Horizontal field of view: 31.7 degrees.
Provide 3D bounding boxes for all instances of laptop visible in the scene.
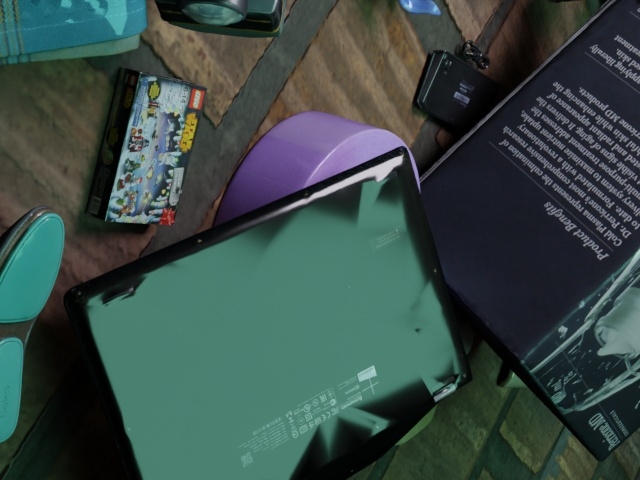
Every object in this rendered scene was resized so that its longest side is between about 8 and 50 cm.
[{"bbox_3d":[-0.066,0.157,1.163,0.382,0.236,0.407,-25,106,-30],"label":"laptop"}]

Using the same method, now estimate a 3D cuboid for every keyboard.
[{"bbox_3d":[0.184,-0.205,1.468,0.180,0.023,0.108,13,102,-58],"label":"keyboard"}]

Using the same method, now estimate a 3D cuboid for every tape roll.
[{"bbox_3d":[0.000,0.000,1.247,0.275,0.090,0.274,-31,131,-43],"label":"tape roll"}]

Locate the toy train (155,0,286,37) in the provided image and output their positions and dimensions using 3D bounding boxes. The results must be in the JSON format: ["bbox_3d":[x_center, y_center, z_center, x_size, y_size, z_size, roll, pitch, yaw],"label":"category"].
[{"bbox_3d":[-0.066,-0.317,0.880,0.190,0.142,0.333,104,-10,-83],"label":"toy train"}]

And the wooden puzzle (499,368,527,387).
[{"bbox_3d":[0.403,0.150,1.959,0.221,0.044,0.238,12,97,-57],"label":"wooden puzzle"}]

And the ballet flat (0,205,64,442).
[{"bbox_3d":[-0.265,0.063,0.908,0.074,0.074,0.203,5,102,-56],"label":"ballet flat"}]

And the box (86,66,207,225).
[{"bbox_3d":[-0.157,-0.083,1.027,0.094,0.027,0.137,2,105,-57],"label":"box"}]

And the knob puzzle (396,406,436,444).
[{"bbox_3d":[0.123,0.204,1.591,0.213,0.030,0.213,-31,131,-45],"label":"knob puzzle"}]

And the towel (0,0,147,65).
[{"bbox_3d":[-0.243,-0.282,0.686,0.272,0.040,0.370,-11,118,-23],"label":"towel"}]

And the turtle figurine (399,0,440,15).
[{"bbox_3d":[0.193,-0.388,1.221,0.266,0.198,0.274,-38,139,-43],"label":"turtle figurine"}]

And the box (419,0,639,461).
[{"bbox_3d":[0.408,-0.012,1.520,0.472,0.297,0.480,-42,145,2],"label":"box"}]

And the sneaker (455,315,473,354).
[{"bbox_3d":[0.134,0.131,1.470,0.229,0.092,0.087,8,88,-46],"label":"sneaker"}]

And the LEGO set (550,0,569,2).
[{"bbox_3d":[0.405,-0.451,1.557,0.255,0.192,0.331,-39,126,-66],"label":"LEGO set"}]
